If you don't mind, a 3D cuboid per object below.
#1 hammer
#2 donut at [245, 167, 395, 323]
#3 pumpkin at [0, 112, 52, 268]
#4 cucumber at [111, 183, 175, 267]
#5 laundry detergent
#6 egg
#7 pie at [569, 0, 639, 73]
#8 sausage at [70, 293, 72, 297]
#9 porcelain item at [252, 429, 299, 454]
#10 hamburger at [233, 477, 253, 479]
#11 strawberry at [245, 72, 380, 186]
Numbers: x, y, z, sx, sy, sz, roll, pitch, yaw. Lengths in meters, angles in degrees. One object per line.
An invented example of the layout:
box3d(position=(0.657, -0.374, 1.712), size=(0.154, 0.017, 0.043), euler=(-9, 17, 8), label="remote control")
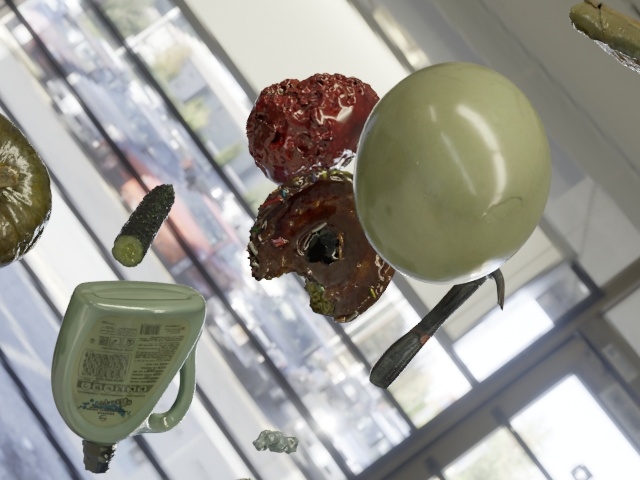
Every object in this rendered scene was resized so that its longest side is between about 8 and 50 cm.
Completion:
box3d(position=(0.190, 0.137, 1.953), size=(0.137, 0.290, 0.037), euler=(40, -6, 31), label="hammer")
box3d(position=(0.001, 0.000, 1.741), size=(0.230, 0.216, 0.096), euler=(18, 0, -15), label="donut")
box3d(position=(-0.433, -0.061, 1.471), size=(0.162, 0.219, 0.219), euler=(-17, -63, 41), label="pumpkin")
box3d(position=(-0.352, -0.041, 2.402), size=(0.072, 0.072, 0.300), euler=(54, 23, -17), label="cucumber")
box3d(position=(-0.276, 0.201, 1.674), size=(0.105, 0.214, 0.281), euler=(37, -59, 55), label="laundry detergent")
box3d(position=(0.145, -0.075, 1.300), size=(0.219, 0.219, 0.269), euler=(56, 39, -52), label="egg")
box3d(position=(0.482, -0.282, 1.744), size=(0.128, 0.068, 0.282), euler=(15, 19, -37), label="pie")
box3d(position=(-0.464, 0.122, 2.426), size=(0.198, 0.025, 0.028), euler=(1, -89, 49), label="sausage")
box3d(position=(-0.063, 0.280, 1.632), size=(0.083, 0.036, 0.028), euler=(19, 38, -53), label="porcelain item")
box3d(position=(-0.098, 0.418, 1.578), size=(0.113, 0.186, 0.177), euler=(12, 16, 7), label="hamburger")
box3d(position=(-0.023, -0.221, 2.279), size=(0.220, 0.274, 0.274), euler=(45, -3, 5), label="strawberry")
